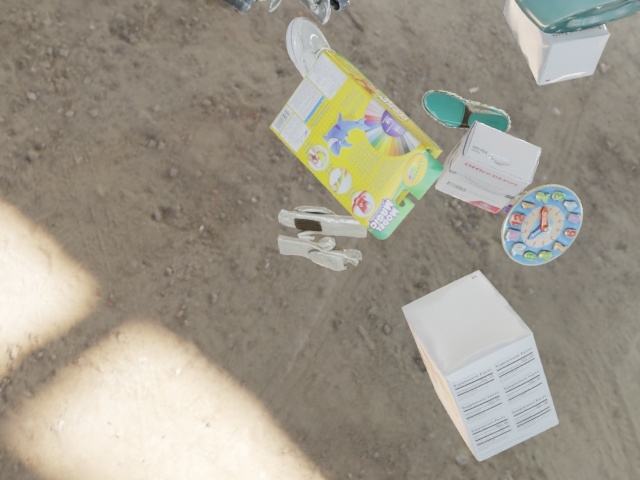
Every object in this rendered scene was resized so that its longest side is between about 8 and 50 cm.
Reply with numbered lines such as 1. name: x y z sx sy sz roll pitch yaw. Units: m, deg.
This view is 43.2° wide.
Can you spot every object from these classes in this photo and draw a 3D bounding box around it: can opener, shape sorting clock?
1. can opener: -0.035 -0.596 1.840 0.095 0.076 0.283 -19 55 -24
2. shape sorting clock: 0.513 -0.033 1.863 0.206 0.206 0.040 16 21 -21

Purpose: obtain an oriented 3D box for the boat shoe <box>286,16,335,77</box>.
1. boat shoe: 0.003 -0.368 1.726 0.096 0.088 0.267 -9 77 -25

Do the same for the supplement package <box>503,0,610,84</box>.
1. supplement package: 0.401 -0.375 1.391 0.105 0.105 0.179 -12 62 -7

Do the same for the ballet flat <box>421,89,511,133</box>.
1. ballet flat: 0.374 -0.326 2.094 0.241 0.091 0.077 20 12 -2

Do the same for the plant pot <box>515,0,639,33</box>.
1. plant pot: 0.392 -0.443 1.186 0.293 0.293 0.235 -12 91 -35

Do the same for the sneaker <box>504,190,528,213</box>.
1. sneaker: 0.524 -0.072 1.981 0.170 0.071 0.068 18 46 -19

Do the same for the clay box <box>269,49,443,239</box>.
1. clay box: 0.050 -0.117 1.004 0.222 0.127 0.053 48 25 20

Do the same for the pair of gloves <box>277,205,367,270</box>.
1. pair of gloves: 0.000 0.000 1.844 0.204 0.240 0.042 13 62 3

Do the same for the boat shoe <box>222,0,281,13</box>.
1. boat shoe: -0.100 -0.474 1.437 0.105 0.113 0.306 38 28 -5

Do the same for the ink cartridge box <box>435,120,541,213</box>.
1. ink cartridge box: 0.359 -0.155 1.755 0.159 0.218 0.092 22 75 -1

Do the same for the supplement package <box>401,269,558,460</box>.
1. supplement package: 0.256 0.200 1.309 0.149 0.203 0.194 -26 32 -2
